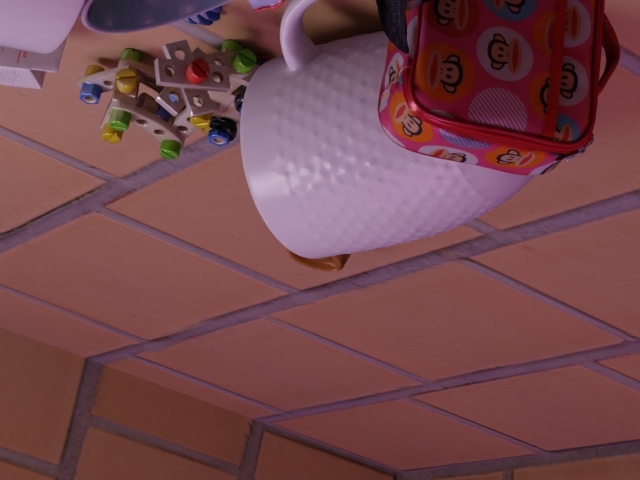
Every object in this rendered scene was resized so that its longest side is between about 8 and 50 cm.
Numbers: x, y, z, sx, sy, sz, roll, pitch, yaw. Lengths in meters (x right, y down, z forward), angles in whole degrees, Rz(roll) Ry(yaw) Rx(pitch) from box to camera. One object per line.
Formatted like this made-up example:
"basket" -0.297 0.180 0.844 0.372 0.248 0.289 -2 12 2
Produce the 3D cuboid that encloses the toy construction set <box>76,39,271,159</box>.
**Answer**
"toy construction set" -0.191 -0.210 2.089 0.215 0.151 0.328 21 167 -23

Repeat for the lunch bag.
"lunch bag" 0.207 -0.220 1.656 0.258 0.293 0.120 12 160 -13

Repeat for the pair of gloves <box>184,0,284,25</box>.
"pair of gloves" -0.154 -0.324 1.932 0.198 0.023 0.159 -8 151 38

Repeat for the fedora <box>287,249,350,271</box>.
"fedora" 0.000 0.000 2.584 0.194 0.079 0.194 9 159 4

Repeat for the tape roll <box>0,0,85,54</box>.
"tape roll" -0.290 -0.327 1.473 0.100 0.286 0.286 8 161 -26

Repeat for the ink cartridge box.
"ink cartridge box" -0.429 -0.270 2.083 0.181 0.104 0.061 7 158 9

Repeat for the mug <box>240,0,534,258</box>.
"mug" 0.088 -0.174 1.917 0.328 0.276 0.374 -10 120 32

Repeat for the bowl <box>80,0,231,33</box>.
"bowl" -0.132 -0.354 1.564 0.311 0.163 0.311 -24 175 -2

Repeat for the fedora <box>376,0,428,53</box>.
"fedora" 0.117 -0.343 1.441 0.152 0.334 0.334 -8 157 1
